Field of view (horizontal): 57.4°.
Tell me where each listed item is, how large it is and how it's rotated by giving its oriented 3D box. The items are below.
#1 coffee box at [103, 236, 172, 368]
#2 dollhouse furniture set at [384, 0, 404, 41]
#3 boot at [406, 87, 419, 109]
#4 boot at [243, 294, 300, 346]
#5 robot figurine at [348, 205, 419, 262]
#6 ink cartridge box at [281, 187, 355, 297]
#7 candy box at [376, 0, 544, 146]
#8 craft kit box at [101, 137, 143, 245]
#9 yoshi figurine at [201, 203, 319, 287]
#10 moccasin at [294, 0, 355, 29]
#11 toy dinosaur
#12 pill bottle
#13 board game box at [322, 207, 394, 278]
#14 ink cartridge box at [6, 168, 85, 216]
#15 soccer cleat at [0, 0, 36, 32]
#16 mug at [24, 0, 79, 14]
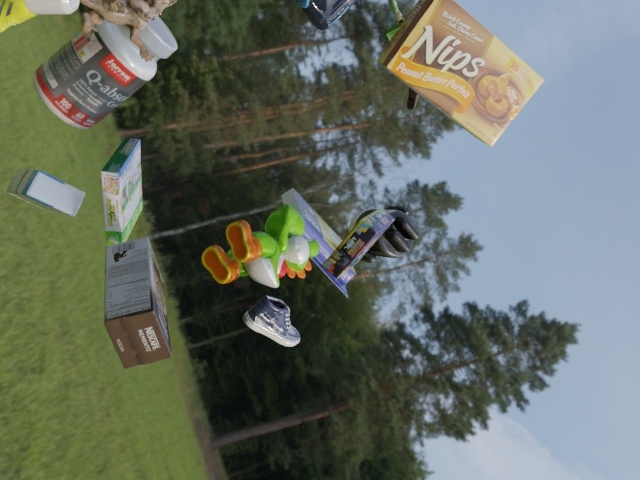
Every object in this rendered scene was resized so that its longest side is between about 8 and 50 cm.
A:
[{"bbox_3d":[-0.462,0.151,1.477,0.297,0.119,0.168,-115,-165,-50],"label":"coffee box"},{"bbox_3d":[0.195,-0.625,1.628,0.076,0.059,0.151,39,31,-57],"label":"dollhouse furniture set"},{"bbox_3d":[0.277,-0.443,1.701,0.114,0.037,0.106,-63,174,-59],"label":"boot"},{"bbox_3d":[-0.096,0.200,1.450,0.190,0.086,0.069,31,22,-44],"label":"boot"},{"bbox_3d":[0.223,-0.025,2.087,0.278,0.209,0.173,7,-73,57],"label":"robot figurine"},{"bbox_3d":[0.000,0.000,1.955,0.303,0.072,0.307,48,10,-31],"label":"ink cartridge box"},{"bbox_3d":[0.302,-0.367,1.260,0.183,0.316,0.087,-54,-158,14],"label":"candy box"},{"bbox_3d":[-0.589,-0.147,1.752,0.250,0.061,0.246,-93,-173,-59],"label":"craft kit box"},{"bbox_3d":[-0.143,-0.004,1.533,0.204,0.362,0.203,15,-80,31],"label":"yoshi figurine"},{"bbox_3d":[0.083,-0.565,1.173,0.138,0.342,0.117,47,-4,39],"label":"moccasin"},{"bbox_3d":[-0.483,-0.557,1.381,0.127,0.296,0.200,-47,-125,30],"label":"toy dinosaur"},{"bbox_3d":[-0.593,-0.493,1.626,0.210,0.363,0.210,51,14,-19],"label":"pill bottle"},{"bbox_3d":[0.089,0.003,1.307,0.048,0.170,0.141,43,-67,7],"label":"board game box"},{"bbox_3d":[-0.770,-0.134,1.638,0.191,0.140,0.082,12,-105,47],"label":"ink cartridge box"},{"bbox_3d":[-0.836,-0.580,1.524,0.093,0.289,0.121,4,93,-64],"label":"soccer cleat"},{"bbox_3d":[-0.401,-0.371,0.872,0.078,0.064,0.062,95,5,-71],"label":"mug"}]
